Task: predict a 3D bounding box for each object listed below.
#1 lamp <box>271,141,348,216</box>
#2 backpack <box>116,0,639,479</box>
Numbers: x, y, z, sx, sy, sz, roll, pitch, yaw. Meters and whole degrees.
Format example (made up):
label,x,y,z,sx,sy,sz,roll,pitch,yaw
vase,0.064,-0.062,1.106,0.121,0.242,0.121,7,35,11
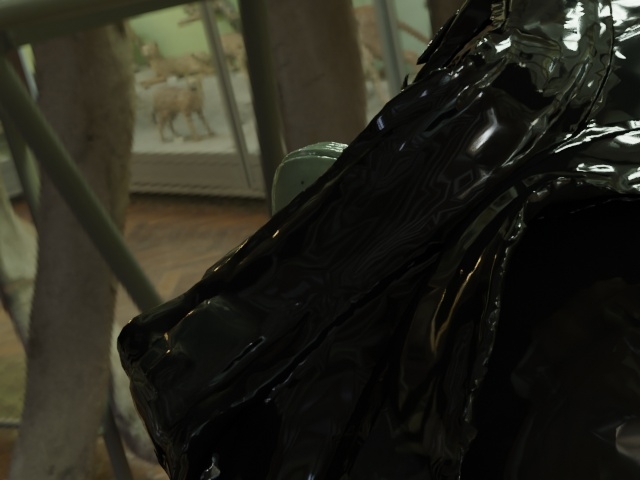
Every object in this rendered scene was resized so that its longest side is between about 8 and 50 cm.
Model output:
label,x,y,z,sx,sy,sz,roll,pitch,yaw
lamp,0.000,0.000,0.846,0.106,0.106,0.193,-3,62,27
backpack,0.135,0.020,0.458,0.445,0.255,0.363,-39,46,-24
